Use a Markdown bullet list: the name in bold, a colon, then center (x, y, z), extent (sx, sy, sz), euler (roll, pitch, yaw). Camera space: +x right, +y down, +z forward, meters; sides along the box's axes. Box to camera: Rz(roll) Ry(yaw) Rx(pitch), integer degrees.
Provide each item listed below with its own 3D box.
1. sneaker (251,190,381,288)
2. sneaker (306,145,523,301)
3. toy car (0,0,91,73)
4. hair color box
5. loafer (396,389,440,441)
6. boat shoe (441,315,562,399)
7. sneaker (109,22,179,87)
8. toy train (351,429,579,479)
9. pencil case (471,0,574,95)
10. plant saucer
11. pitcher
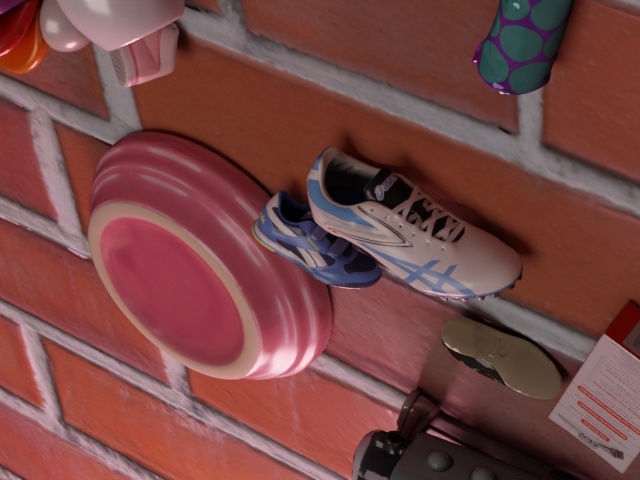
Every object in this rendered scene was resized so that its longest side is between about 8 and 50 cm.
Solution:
- **sneaker**: center (0.000, 0.000, 1.951), extent (0.144, 0.053, 0.059), euler (28, 123, 6)
- **sneaker**: center (0.085, -0.016, 1.811), extent (0.237, 0.085, 0.086), euler (27, 148, 25)
- **toy car**: center (-0.328, -0.255, 1.959), extent (0.159, 0.136, 0.182), euler (15, 139, 39)
- **hair color box**: center (0.287, 0.140, 1.786), extent (0.093, 0.053, 0.167), euler (37, 145, 11)
- **loafer**: center (0.102, 0.215, 2.087), extent (0.039, 0.045, 0.125), euler (27, 141, 15)
- **boat shoe**: center (0.182, 0.117, 1.892), extent (0.133, 0.049, 0.042), euler (28, 172, 14)
- **sneaker**: center (-0.185, -0.223, 1.927), extent (0.051, 0.070, 0.134), euler (135, 120, -66)
- **toy train**: center (0.178, 0.308, 2.010), extent (0.334, 0.142, 0.190), euler (20, 134, 23)
- **pencil case**: center (0.168, -0.187, 1.547), extent (0.070, 0.064, 0.152), euler (20, 142, 9)
- **plant saucer**: center (-0.141, 0.035, 2.123), extent (0.332, 0.084, 0.332), euler (29, 145, 23)
- **pitcher**: center (-0.220, -0.292, 1.835), extent (0.207, 0.125, 0.178), euler (64, 166, -11)
